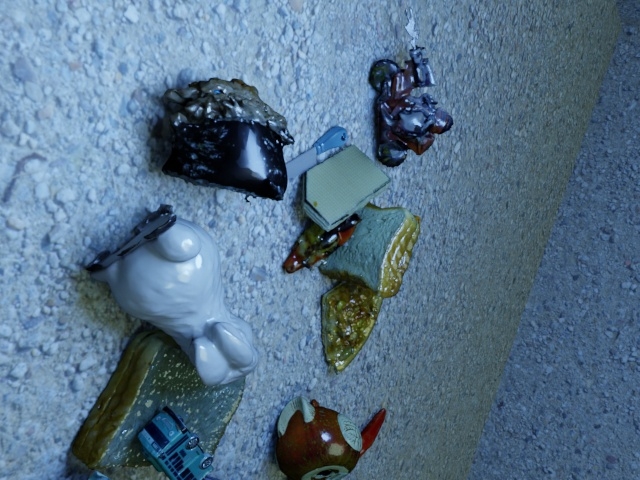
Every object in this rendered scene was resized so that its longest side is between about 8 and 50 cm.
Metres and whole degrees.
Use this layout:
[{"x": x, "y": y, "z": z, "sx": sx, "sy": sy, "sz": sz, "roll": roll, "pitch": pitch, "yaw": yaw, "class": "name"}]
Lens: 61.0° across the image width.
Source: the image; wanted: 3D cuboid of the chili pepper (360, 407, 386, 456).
[{"x": 0.149, "y": 0.661, "z": 1.820, "sx": 0.272, "sy": 0.063, "sz": 0.071, "roll": -32, "pitch": 140, "yaw": -43, "class": "chili pepper"}]

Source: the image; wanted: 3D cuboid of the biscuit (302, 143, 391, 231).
[{"x": 0.047, "y": -0.129, "z": 1.306, "sx": 0.252, "sy": 0.150, "sz": 0.052, "roll": -38, "pitch": 164, "yaw": -38, "class": "biscuit"}]

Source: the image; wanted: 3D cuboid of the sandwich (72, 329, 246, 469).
[{"x": -0.298, "y": 0.335, "z": 1.103, "sx": 0.301, "sy": 0.099, "sz": 0.271, "roll": 36, "pitch": 79, "yaw": -49, "class": "sandwich"}]

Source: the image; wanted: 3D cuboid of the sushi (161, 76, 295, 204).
[{"x": -0.154, "y": -0.189, "z": 0.983, "sx": 0.238, "sy": 0.224, "sz": 0.219, "roll": 60, "pitch": 41, "yaw": -83, "class": "sushi"}]

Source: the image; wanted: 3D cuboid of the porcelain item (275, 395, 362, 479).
[{"x": -0.011, "y": 0.533, "z": 1.484, "sx": 0.253, "sy": 0.253, "sz": 0.253, "roll": -23, "pitch": 121, "yaw": -44, "class": "porcelain item"}]

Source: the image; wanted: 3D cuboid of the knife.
[{"x": -0.022, "y": -0.198, "z": 1.290, "sx": 0.244, "sy": 0.032, "sz": 0.058, "roll": -40, "pitch": 141, "yaw": -28, "class": "knife"}]

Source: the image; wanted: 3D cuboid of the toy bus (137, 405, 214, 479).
[{"x": -0.272, "y": 0.396, "z": 1.020, "sx": 0.091, "sy": 0.079, "sz": 0.160, "roll": -38, "pitch": 135, "yaw": -27, "class": "toy bus"}]

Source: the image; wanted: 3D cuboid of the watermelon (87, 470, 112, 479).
[{"x": -0.380, "y": 0.573, "z": 0.984, "sx": 0.188, "sy": 0.175, "sz": 0.322, "roll": -57, "pitch": 150, "yaw": -35, "class": "watermelon"}]

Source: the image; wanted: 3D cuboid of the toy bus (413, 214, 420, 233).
[{"x": 0.237, "y": -0.034, "z": 1.636, "sx": 0.162, "sy": 0.069, "sz": 0.074, "roll": -18, "pitch": 117, "yaw": -48, "class": "toy bus"}]

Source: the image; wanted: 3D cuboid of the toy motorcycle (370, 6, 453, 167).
[{"x": 0.229, "y": -0.382, "z": 1.385, "sx": 0.134, "sy": 0.207, "sz": 0.401, "roll": -65, "pitch": 149, "yaw": -60, "class": "toy motorcycle"}]

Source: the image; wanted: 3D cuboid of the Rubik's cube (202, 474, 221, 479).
[{"x": -0.182, "y": 0.716, "z": 1.274, "sx": 0.225, "sy": 0.231, "sz": 0.221, "roll": 51, "pitch": 55, "yaw": -48, "class": "Rubik's cube"}]

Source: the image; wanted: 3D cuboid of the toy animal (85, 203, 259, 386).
[{"x": -0.222, "y": 0.120, "z": 0.969, "sx": 0.194, "sy": 0.257, "sz": 0.357, "roll": -42, "pitch": 111, "yaw": -20, "class": "toy animal"}]

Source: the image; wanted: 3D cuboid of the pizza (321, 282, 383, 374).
[{"x": 0.113, "y": 0.218, "z": 1.581, "sx": 0.268, "sy": 0.087, "sz": 0.258, "roll": -33, "pitch": 131, "yaw": -42, "class": "pizza"}]

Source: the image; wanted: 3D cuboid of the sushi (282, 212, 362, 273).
[{"x": 0.000, "y": 0.001, "z": 1.337, "sx": 0.226, "sy": 0.097, "sz": 0.103, "roll": -37, "pitch": 149, "yaw": -4, "class": "sushi"}]

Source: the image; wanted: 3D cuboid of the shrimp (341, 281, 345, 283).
[{"x": 0.119, "y": 0.024, "z": 1.515, "sx": 0.090, "sy": 0.079, "sz": 0.233, "roll": 37, "pitch": 65, "yaw": -11, "class": "shrimp"}]

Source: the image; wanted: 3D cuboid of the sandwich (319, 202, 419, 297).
[{"x": 0.118, "y": 0.012, "z": 1.363, "sx": 0.087, "sy": 0.251, "sz": 0.226, "roll": 32, "pitch": 80, "yaw": -37, "class": "sandwich"}]
